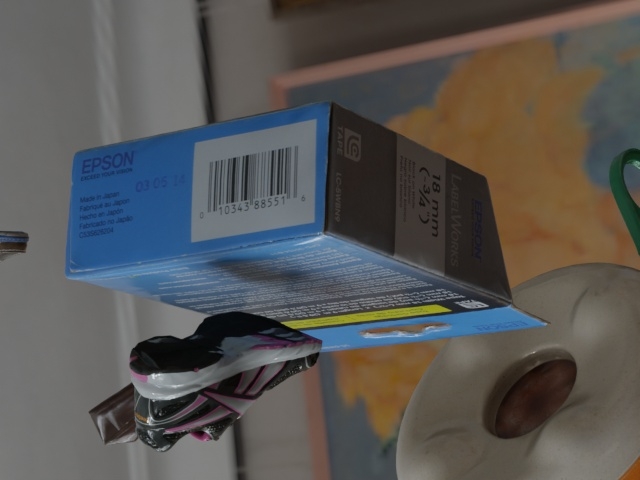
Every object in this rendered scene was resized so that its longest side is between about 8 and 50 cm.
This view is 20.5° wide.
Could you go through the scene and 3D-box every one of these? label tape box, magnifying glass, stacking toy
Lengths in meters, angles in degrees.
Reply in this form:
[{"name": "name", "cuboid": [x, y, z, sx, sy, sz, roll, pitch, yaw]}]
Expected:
[{"name": "label tape box", "cuboid": [0.000, 0.000, 1.390, 0.334, 0.241, 0.106, 21, -114, -53]}, {"name": "magnifying glass", "cuboid": [0.371, -0.003, 1.996, 0.092, 0.026, 0.231, 22, -127, -33]}, {"name": "stacking toy", "cuboid": [0.345, 0.287, 1.908, 0.480, 0.350, 0.350, 45, -139, -27]}]

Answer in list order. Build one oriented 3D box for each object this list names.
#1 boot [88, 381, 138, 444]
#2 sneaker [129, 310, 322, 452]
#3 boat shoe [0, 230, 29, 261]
[{"name": "boot", "cuboid": [-0.139, 0.154, 1.600, 0.106, 0.114, 0.037, 42, -170, -26]}, {"name": "sneaker", "cuboid": [-0.074, 0.102, 1.265, 0.178, 0.072, 0.077, -10, -64, -46]}, {"name": "boat shoe", "cuboid": [-0.419, 0.030, 2.121, 0.066, 0.183, 0.066, 2, -102, -55]}]
